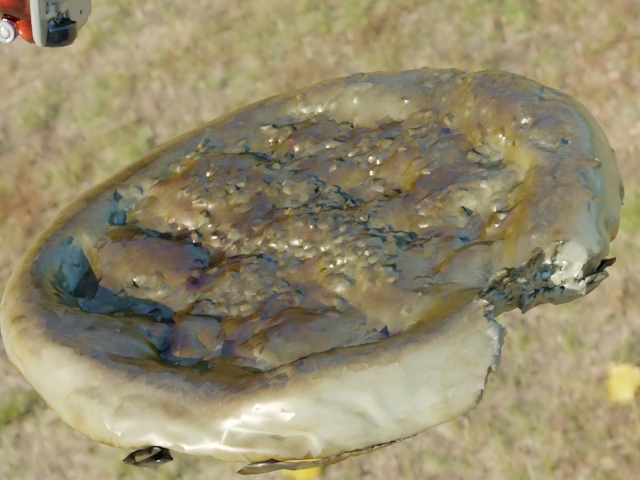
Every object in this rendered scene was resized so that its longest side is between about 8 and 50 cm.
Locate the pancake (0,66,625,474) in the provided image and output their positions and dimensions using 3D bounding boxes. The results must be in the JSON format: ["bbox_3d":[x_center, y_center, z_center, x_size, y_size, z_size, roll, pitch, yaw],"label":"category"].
[{"bbox_3d":[0.000,0.001,1.017,0.382,0.071,0.382,-14,32,9],"label":"pancake"}]

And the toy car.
[{"bbox_3d":[-0.213,-0.202,1.215,0.112,0.112,0.139,5,22,16],"label":"toy car"}]
